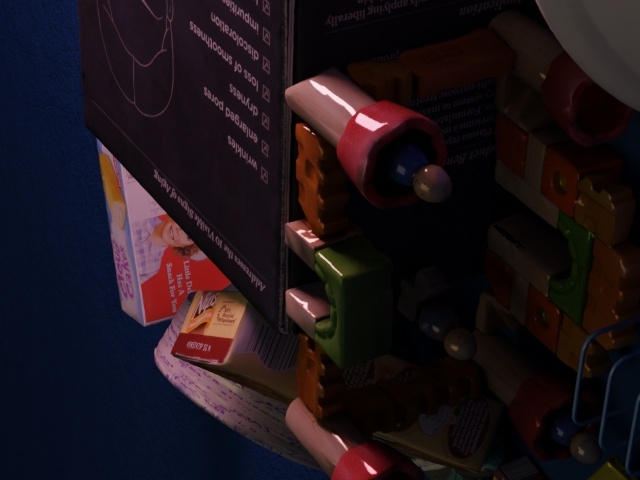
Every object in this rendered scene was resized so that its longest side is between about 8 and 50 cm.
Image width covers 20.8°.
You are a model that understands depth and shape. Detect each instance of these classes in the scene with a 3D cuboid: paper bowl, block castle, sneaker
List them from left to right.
[{"bbox_3d":[-0.045,0.148,2.106,0.148,0.284,0.284,-60,39,5],"label":"paper bowl"},{"bbox_3d":[0.137,0.039,1.608,0.213,0.303,0.453,43,142,45],"label":"block castle"},{"bbox_3d":[0.171,0.261,1.967,0.076,0.065,0.166,58,158,-7],"label":"sneaker"}]

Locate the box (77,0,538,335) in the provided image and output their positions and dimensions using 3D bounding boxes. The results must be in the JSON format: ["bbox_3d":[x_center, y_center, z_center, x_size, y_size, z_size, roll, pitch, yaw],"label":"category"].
[{"bbox_3d":[-0.031,-0.245,1.782,0.480,0.297,0.471,44,140,45],"label":"box"}]

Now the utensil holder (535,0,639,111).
[{"bbox_3d":[0.350,-0.233,1.008,0.385,0.328,0.327,3,107,60],"label":"utensil holder"}]

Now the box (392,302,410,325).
[{"bbox_3d":[0.000,0.000,2.048,0.257,0.128,0.122,38,130,51],"label":"box"}]

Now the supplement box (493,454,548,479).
[{"bbox_3d":[0.223,0.281,1.873,0.083,0.043,0.055,52,149,38],"label":"supplement box"}]

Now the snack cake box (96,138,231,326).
[{"bbox_3d":[-0.211,-0.029,2.436,0.089,0.152,0.264,27,128,57],"label":"snack cake box"}]

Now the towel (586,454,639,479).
[{"bbox_3d":[0.278,0.306,1.765,0.102,0.021,0.237,42,141,9],"label":"towel"}]

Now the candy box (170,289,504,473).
[{"bbox_3d":[0.017,0.150,1.882,0.087,0.316,0.183,-68,20,-8],"label":"candy box"}]

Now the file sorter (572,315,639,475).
[{"bbox_3d":[0.316,0.157,1.545,0.170,0.104,0.118,44,142,45],"label":"file sorter"}]
